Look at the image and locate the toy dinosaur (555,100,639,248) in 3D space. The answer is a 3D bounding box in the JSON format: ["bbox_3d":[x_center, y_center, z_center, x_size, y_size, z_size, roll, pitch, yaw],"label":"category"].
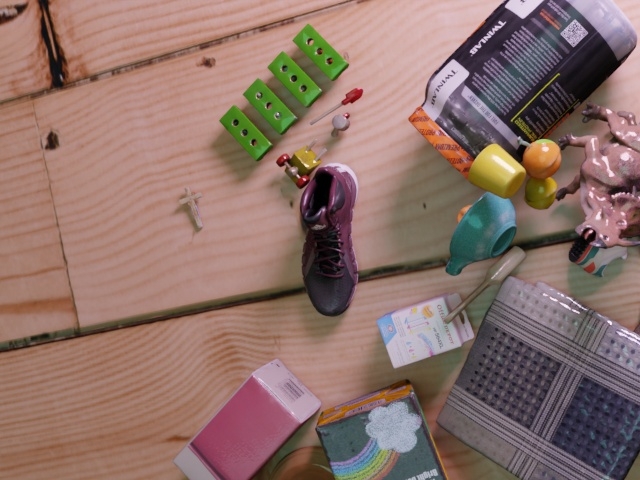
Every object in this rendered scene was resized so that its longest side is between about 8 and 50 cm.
[{"bbox_3d":[0.485,-0.114,1.261,0.295,0.127,0.200,-52,49,2],"label":"toy dinosaur"}]

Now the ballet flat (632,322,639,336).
[{"bbox_3d":[0.516,0.228,1.341,0.084,0.058,0.250,37,101,13],"label":"ballet flat"}]

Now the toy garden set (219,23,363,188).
[{"bbox_3d":[-0.033,-0.236,1.486,0.244,0.049,0.204,-45,79,11],"label":"toy garden set"}]

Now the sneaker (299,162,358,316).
[{"bbox_3d":[0.000,0.000,1.422,0.106,0.162,0.281,1,92,15],"label":"sneaker"}]

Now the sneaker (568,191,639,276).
[{"bbox_3d":[0.491,-0.010,1.351,0.075,0.057,0.161,37,95,-12],"label":"sneaker"}]

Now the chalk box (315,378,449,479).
[{"bbox_3d":[0.126,0.411,1.381,0.180,0.179,0.289,-20,87,2],"label":"chalk box"}]

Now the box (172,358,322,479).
[{"bbox_3d":[-0.130,0.349,1.476,0.127,0.148,0.232,43,103,9],"label":"box"}]

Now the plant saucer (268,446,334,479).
[{"bbox_3d":[-0.010,0.487,1.506,0.200,0.037,0.200,0,91,16],"label":"plant saucer"}]

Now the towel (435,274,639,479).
[{"bbox_3d":[0.389,0.254,1.356,0.324,0.056,0.312,29,101,28],"label":"towel"}]

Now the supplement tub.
[{"bbox_3d":[0.316,-0.262,1.305,0.338,0.207,0.207,-45,80,12],"label":"supplement tub"}]

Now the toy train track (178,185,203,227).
[{"bbox_3d":[-0.244,-0.065,1.566,0.048,0.014,0.083,-19,92,8],"label":"toy train track"}]

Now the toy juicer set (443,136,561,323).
[{"bbox_3d":[0.286,-0.035,1.313,0.089,0.209,0.329,40,139,30],"label":"toy juicer set"}]

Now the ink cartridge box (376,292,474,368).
[{"bbox_3d":[0.186,0.153,1.413,0.143,0.090,0.092,-22,86,16],"label":"ink cartridge box"}]
